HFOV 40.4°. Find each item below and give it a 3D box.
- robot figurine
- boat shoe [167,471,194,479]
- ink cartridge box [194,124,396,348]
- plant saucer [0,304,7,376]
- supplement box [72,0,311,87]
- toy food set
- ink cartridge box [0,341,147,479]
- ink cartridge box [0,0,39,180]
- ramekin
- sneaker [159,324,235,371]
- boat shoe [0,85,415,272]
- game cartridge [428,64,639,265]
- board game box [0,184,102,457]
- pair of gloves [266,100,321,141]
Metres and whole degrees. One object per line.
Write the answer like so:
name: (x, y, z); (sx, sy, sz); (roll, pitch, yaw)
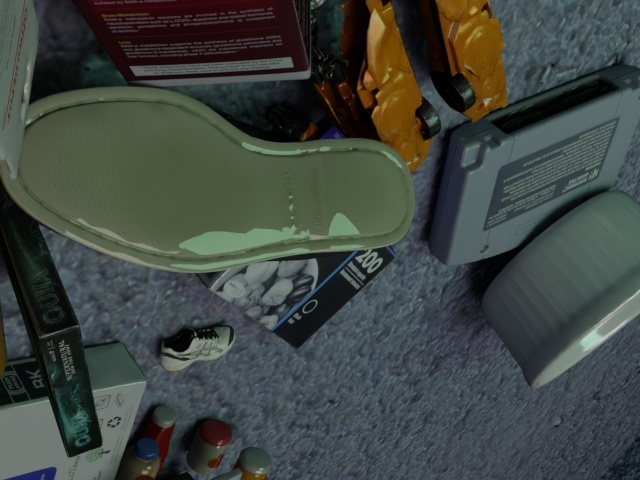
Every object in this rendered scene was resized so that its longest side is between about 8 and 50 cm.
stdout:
robot figurine: (0.064, -0.180, 0.714); (0.211, 0.085, 0.291); (-38, 140, -9)
boat shoe: (-0.193, 0.406, 1.060); (0.104, 0.110, 0.307); (-19, 128, -26)
ink cartridge box: (0.000, 0.000, 0.873); (0.208, 0.045, 0.206); (-46, 148, 0)
plant saucer: (-0.299, 0.050, 0.487); (0.333, 0.081, 0.333); (-46, 154, -45)
supplement box: (-0.081, -0.174, 0.488); (0.130, 0.073, 0.239); (-2, 163, 5)
toy food set: (-0.140, 0.239, 0.922); (0.232, 0.111, 0.105); (-12, 134, -49)
ink cartridge box: (-0.320, 0.188, 0.737); (0.332, 0.065, 0.165); (-6, 130, -43)
ink cartridge box: (-0.180, -0.107, 0.414); (0.060, 0.104, 0.180); (5, 162, -9)
ramekin: (0.346, 0.060, 1.156); (0.277, 0.135, 0.277); (-33, 159, -14)
sneaker: (-0.121, 0.102, 0.872); (0.083, 0.032, 0.037); (-23, 140, -28)
boat shoe: (-0.086, -0.039, 0.663); (0.340, 0.113, 0.127); (-4, 88, -38)
game cartridge: (0.257, -0.084, 1.042); (0.297, 0.062, 0.198); (-23, 144, -27)
board game box: (-0.195, 0.039, 0.600); (0.026, 0.186, 0.126); (-17, 137, -21)
pair of gloves: (-0.040, -0.084, 0.782); (0.083, 0.010, 0.074); (-52, 144, 9)
